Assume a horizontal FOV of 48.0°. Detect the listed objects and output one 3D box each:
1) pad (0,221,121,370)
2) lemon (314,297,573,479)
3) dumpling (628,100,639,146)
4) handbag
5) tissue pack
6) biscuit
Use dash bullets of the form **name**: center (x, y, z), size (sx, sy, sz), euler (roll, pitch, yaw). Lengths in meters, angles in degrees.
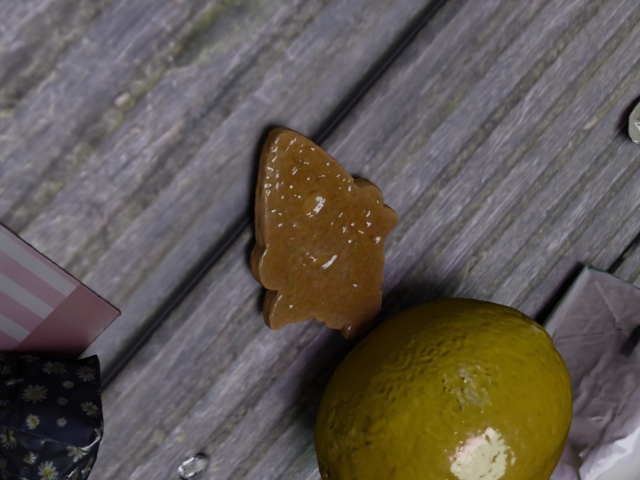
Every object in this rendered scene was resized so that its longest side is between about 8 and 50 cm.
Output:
- **pad**: center (-0.317, 0.112, 0.522), size (0.300, 0.005, 0.202), euler (-46, 132, -5)
- **lemon**: center (0.121, 0.178, 0.721), size (0.263, 0.236, 0.236), euler (-57, 138, -33)
- **dumpling**: center (0.396, -0.142, 0.864), size (0.076, 0.057, 0.052), euler (-14, 165, 1)
- **handbag**: center (-0.230, 0.122, 0.521), size (0.139, 0.115, 0.072), euler (22, 106, -25)
- **tissue pack**: center (0.402, 0.239, 0.970), size (0.266, 0.194, 0.356), euler (-53, 133, -7)
- **biscuit**: center (0.000, 0.000, 0.664), size (0.162, 0.035, 0.250), euler (-37, 131, -19)
